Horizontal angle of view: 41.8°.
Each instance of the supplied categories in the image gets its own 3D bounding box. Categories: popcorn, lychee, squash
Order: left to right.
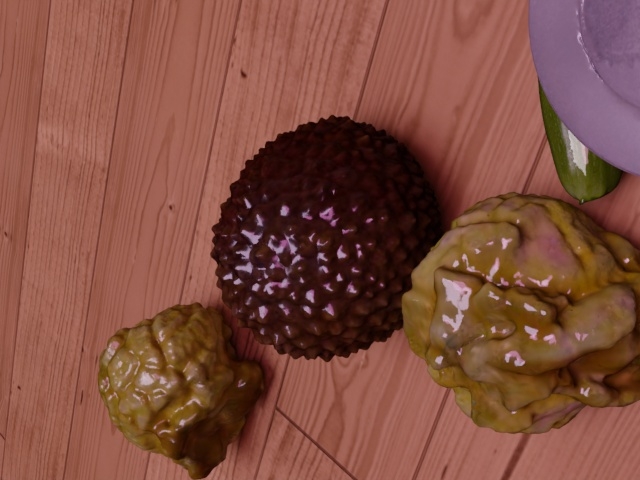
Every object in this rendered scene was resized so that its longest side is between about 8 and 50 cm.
[{"bbox_3d":[-0.199,0.223,1.224,0.236,0.206,0.252,-29,90,30],"label":"popcorn"},{"bbox_3d":[0.000,0.000,0.933,0.267,0.267,0.268,12,107,43],"label":"lychee"},{"bbox_3d":[0.195,0.073,0.790,0.259,0.212,0.259,21,117,48],"label":"popcorn"},{"bbox_3d":[0.239,-0.181,0.772,0.082,0.082,0.293,1,100,45],"label":"squash"}]

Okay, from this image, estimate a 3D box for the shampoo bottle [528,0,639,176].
[{"bbox_3d":[0.303,-0.159,0.583,0.273,0.266,0.273,11,105,44],"label":"shampoo bottle"}]
